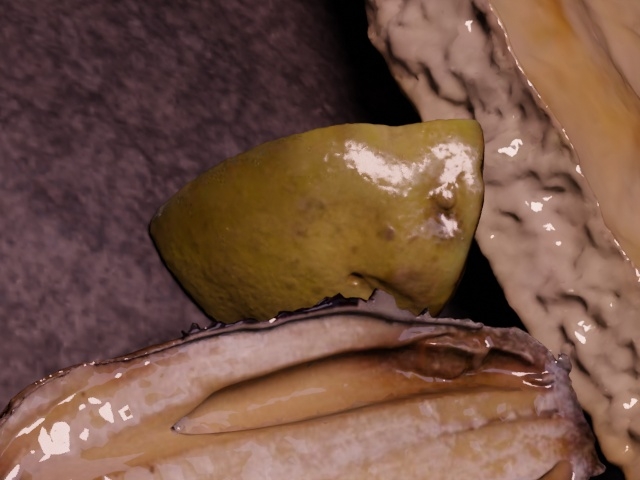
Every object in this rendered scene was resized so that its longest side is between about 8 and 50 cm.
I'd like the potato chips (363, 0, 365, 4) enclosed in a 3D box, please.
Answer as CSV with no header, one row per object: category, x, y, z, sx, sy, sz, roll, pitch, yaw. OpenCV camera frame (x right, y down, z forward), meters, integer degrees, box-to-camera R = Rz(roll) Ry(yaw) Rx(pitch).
potato chips,0.046,-0.165,1.160,0.092,0.028,0.207,-28,85,-46

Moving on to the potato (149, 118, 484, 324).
potato,0.000,0.000,0.938,0.120,0.149,0.081,12,52,-32

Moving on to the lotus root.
lotus root,-0.013,0.114,0.888,0.329,0.078,0.167,-6,82,-32

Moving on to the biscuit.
biscuit,0.166,-0.094,1.133,0.429,0.104,0.446,58,30,3
